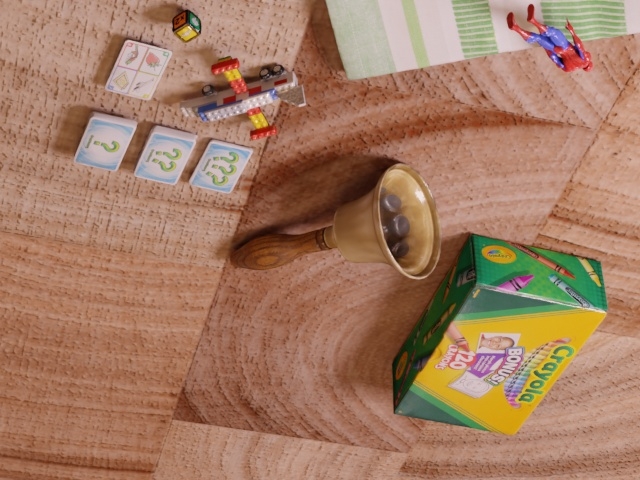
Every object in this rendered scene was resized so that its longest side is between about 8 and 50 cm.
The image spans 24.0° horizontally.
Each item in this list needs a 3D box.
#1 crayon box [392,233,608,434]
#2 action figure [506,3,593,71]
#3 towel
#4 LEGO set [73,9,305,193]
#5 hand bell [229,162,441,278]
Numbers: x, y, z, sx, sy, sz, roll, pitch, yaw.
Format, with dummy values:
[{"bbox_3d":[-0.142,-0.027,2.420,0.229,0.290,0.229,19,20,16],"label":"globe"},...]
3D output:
[{"bbox_3d":[0.208,0.119,1.803,0.165,0.081,0.278,11,139,-13],"label":"crayon box"},{"bbox_3d":[0.224,-0.188,1.423,0.038,0.030,0.115,-23,141,37],"label":"action figure"},{"bbox_3d":[0.158,-0.257,1.386,0.325,0.038,0.248,-9,140,10],"label":"towel"},{"bbox_3d":[-0.133,-0.127,1.532,0.183,0.060,0.244,13,138,-20],"label":"LEGO set"},{"bbox_3d":[0.000,0.000,1.670,0.242,0.126,0.126,-12,140,34],"label":"hand bell"}]
